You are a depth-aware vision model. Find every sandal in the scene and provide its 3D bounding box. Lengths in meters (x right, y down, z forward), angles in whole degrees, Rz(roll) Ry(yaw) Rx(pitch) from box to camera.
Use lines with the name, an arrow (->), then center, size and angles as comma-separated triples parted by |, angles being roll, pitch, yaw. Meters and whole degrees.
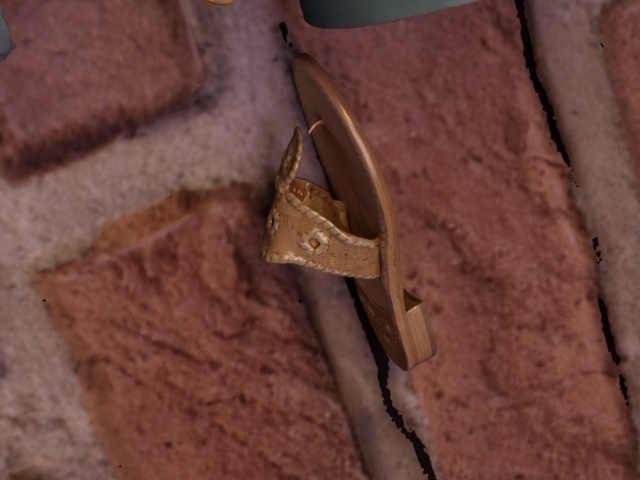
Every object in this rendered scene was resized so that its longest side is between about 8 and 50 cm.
sandal -> 0.003, 0.003, 1.223 | 0.079, 0.088, 0.240 | -31, 126, -12

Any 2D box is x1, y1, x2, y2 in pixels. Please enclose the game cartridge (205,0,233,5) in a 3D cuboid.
game cartridge -> -0.054, -0.291, 0.926 | 0.053, 0.323, 0.285 | 14, 107, -25

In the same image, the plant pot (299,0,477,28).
plant pot -> 0.086, -0.275, 1.024 | 0.293, 0.293, 0.235 | -24, 105, -9

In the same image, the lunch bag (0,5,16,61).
lunch bag -> -0.293, -0.141, 1.003 | 0.223, 0.160, 0.262 | -28, 139, -12
